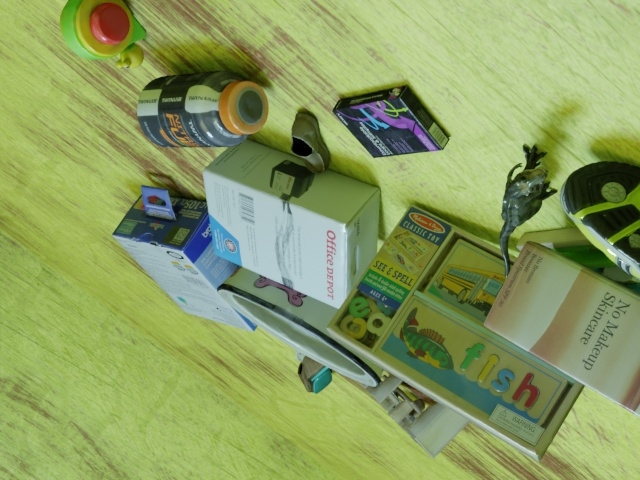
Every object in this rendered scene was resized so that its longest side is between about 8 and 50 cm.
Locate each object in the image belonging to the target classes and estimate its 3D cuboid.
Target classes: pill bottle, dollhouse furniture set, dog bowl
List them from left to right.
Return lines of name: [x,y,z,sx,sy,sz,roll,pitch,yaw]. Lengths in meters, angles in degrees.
pill bottle: [-0.198,-0.225,1.605,0.245,0.130,0.130,5,145,47]
dog bowl: [-0.015,0.152,2.030,0.408,0.150,0.408,29,168,7]
dollhouse furniture set: [0.251,0.399,2.328,0.212,0.161,0.242,50,173,-35]

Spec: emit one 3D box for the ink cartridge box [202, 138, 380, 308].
ink cartridge box: [-0.051,-0.033,1.742,0.307,0.129,0.223,22,138,23]

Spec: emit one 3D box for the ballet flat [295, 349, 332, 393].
ballet flat: [-0.016,0.321,2.519,0.124,0.116,0.342,48,164,13]

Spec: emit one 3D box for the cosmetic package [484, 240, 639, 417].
cosmetic package: [0.408,0.134,1.342,0.296,0.153,0.129,29,-172,31]

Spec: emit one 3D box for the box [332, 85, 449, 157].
box: [0.106,-0.179,1.440,0.116,0.029,0.162,45,155,-27]

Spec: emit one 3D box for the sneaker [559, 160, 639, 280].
sneaker: [0.482,0.036,1.249,0.384,0.145,0.147,33,158,4]

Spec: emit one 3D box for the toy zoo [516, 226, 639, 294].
toy zoo: [0.473,0.083,1.493,0.293,0.030,0.192,43,155,-23]

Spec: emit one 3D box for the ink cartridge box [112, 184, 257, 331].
ink cartridge box: [-0.307,0.032,2.226,0.270,0.151,0.395,11,150,40]

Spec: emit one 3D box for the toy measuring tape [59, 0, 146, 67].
toy measuring tape: [-0.413,-0.403,1.546,0.121,0.121,0.330,7,146,46]

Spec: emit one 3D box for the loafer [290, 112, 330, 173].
loafer: [-0.025,-0.160,1.615,0.056,0.050,0.148,20,154,28]

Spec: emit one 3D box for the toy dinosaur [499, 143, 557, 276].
toy dinosaur: [0.291,-0.058,1.332,0.064,0.118,0.268,25,156,18]

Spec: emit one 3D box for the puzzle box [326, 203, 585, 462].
puzzle box: [0.248,0.138,1.526,0.409,0.272,0.052,28,165,25]
